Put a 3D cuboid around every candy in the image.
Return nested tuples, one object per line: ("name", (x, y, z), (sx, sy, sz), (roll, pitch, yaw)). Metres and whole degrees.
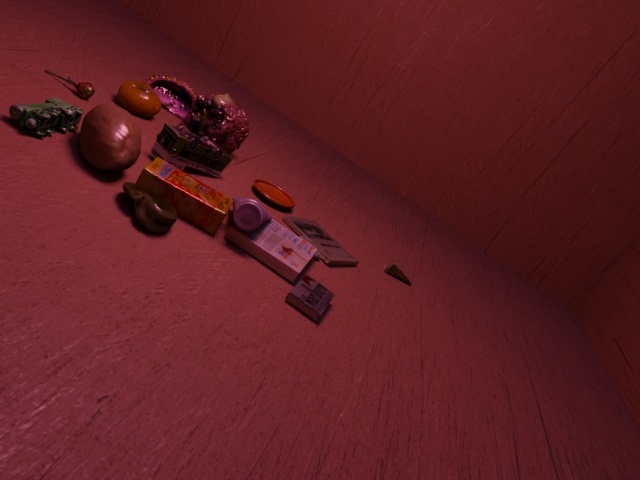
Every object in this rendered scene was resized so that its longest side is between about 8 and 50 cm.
("candy", (-0.416, -0.139, 1.735), (0.276, 0.088, 0.146), (30, 21, -9))
("candy", (-0.908, -0.572, 2.037), (0.201, 0.060, 0.060), (27, 19, 4))

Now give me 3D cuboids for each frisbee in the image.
("frisbee", (-0.191, -0.182, 2.268), (0.192, 0.035, 0.192), (31, 19, -12))

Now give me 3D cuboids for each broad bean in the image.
("broad bean", (-0.474, -0.101, 1.577), (0.153, 0.072, 0.206), (32, 14, -46))

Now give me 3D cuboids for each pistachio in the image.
("pistachio", (-0.629, -0.307, 1.691), (0.293, 0.182, 0.162), (56, -8, 40))

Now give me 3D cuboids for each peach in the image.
("peach", (-0.713, -0.560, 2.226), (0.179, 0.103, 0.179), (27, 22, -12))

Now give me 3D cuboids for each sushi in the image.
("sushi", (-0.433, -0.510, 2.375), (0.171, 0.236, 0.270), (-2, 44, -46))

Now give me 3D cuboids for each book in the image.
("book", (0.000, 0.000, 2.166), (0.283, 0.025, 0.215), (43, 20, 28))

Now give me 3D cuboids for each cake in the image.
("cake", (0.331, 0.133, 2.343), (0.140, 0.055, 0.051), (30, 14, -18))

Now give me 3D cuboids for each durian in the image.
("durian", (-0.660, -0.642, 2.507), (0.261, 0.153, 0.186), (35, -7, -20))

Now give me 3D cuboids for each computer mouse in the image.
("computer mouse", (-0.041, 0.030, 2.018), (0.110, 0.032, 0.056), (47, 22, 4))

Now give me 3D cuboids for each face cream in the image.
("face cream", (-0.227, -0.093, 1.816), (0.154, 0.096, 0.274), (25, 7, -6))

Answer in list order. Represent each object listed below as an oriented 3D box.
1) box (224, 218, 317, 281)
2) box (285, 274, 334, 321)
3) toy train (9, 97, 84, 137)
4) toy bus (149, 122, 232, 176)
("box", (-0.154, 0.009, 1.861), (0.265, 0.048, 0.273), (33, 19, 3))
("box", (-0.030, 0.171, 1.700), (0.115, 0.036, 0.177), (36, 20, 4))
("toy train", (-0.811, -0.373, 1.675), (0.119, 0.085, 0.251), (29, 18, 1))
("toy bus", (-0.455, -0.311, 2.015), (0.113, 0.139, 0.302), (44, 14, 25))
